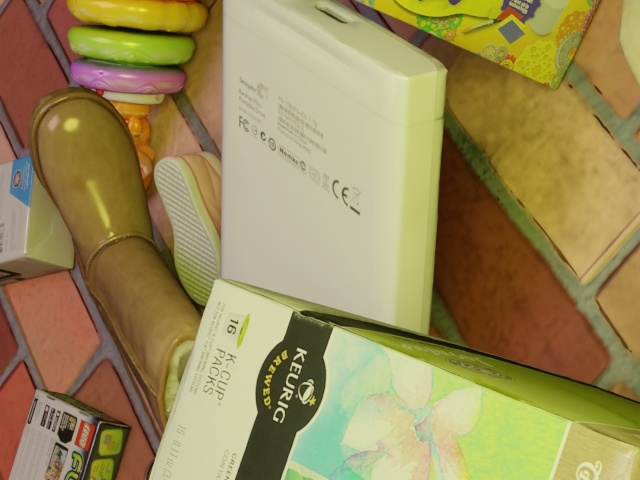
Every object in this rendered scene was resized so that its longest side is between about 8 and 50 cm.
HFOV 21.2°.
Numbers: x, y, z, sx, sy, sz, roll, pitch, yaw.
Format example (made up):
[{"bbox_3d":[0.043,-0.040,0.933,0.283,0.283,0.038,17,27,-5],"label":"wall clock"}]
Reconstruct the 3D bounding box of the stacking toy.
[{"bbox_3d":[-0.171,-0.184,1.556,0.175,0.166,0.302,17,104,45],"label":"stacking toy"}]

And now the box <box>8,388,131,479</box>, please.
[{"bbox_3d":[-0.246,0.250,1.552,0.114,0.036,0.207,17,90,48],"label":"box"}]

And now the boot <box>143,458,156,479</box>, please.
[{"bbox_3d":[-0.094,0.219,1.400,0.114,0.037,0.106,-26,72,42],"label":"boot"}]

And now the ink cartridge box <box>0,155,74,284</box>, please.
[{"bbox_3d":[-0.318,-0.014,1.697,0.180,0.060,0.104,-12,69,44],"label":"ink cartridge box"}]

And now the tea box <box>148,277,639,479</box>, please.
[{"bbox_3d":[0.121,0.189,0.966,0.323,0.329,0.220,18,90,48],"label":"tea box"}]

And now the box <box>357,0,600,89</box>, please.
[{"bbox_3d":[0.031,-0.271,1.241,0.279,0.290,0.177,35,103,47],"label":"box"}]

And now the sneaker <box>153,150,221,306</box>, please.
[{"bbox_3d":[-0.096,-0.015,1.479,0.051,0.070,0.134,-10,99,35],"label":"sneaker"}]

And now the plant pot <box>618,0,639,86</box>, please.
[{"bbox_3d":[0.330,-0.170,0.903,0.305,0.334,0.334,-50,46,38],"label":"plant pot"}]

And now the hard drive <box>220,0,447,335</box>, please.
[{"bbox_3d":[0.000,0.000,1.243,0.233,0.047,0.353,38,134,46],"label":"hard drive"}]

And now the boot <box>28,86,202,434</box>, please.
[{"bbox_3d":[-0.147,0.023,1.396,0.089,0.236,0.269,-24,35,-9],"label":"boot"}]
